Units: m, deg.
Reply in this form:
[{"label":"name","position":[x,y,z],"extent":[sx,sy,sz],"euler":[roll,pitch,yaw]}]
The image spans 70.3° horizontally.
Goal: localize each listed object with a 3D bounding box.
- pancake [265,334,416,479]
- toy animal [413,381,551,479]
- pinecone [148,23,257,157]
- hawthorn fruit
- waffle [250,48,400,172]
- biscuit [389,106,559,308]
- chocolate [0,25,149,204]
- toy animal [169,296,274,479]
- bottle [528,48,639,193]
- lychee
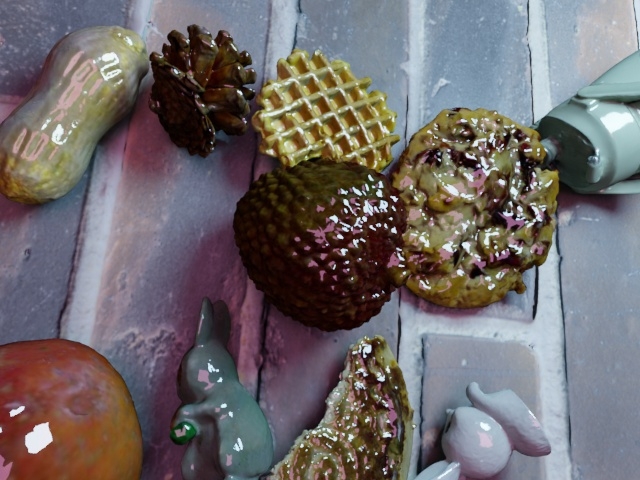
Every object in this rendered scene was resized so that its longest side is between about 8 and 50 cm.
[{"label":"pancake","position":[0.031,0.283,0.640],"extent":[0.244,0.057,0.266],"euler":[-10,76,-24]},{"label":"toy animal","position":[0.201,0.306,0.659],"extent":[0.220,0.104,0.131],"euler":[-33,54,0]},{"label":"pinecone","position":[-0.176,-0.228,0.688],"extent":[0.149,0.179,0.195],"euler":[9,54,-7]},{"label":"hawthorn fruit","position":[-0.357,0.245,0.486],"extent":[0.275,0.307,0.276],"euler":[-1,78,5]},{"label":"waffle","position":[0.020,-0.189,0.741],"extent":[0.253,0.056,0.249],"euler":[33,63,-17]},{"label":"biscuit","position":[0.248,-0.054,0.735],"extent":[0.289,0.081,0.334],"euler":[15,87,0]},{"label":"chocolate","position":[-0.371,-0.193,0.672],"extent":[0.134,0.134,0.309],"euler":[30,76,-1]},{"label":"toy animal","position":[-0.147,0.210,0.632],"extent":[0.125,0.127,0.251],"euler":[-16,65,0]},{"label":"bottle","position":[0.538,-0.205,0.773],"extent":[0.351,0.229,0.229],"euler":[-27,82,-8]},{"label":"lychee","position":[0.000,0.000,0.635],"extent":[0.271,0.236,0.236],"euler":[23,73,20]}]
